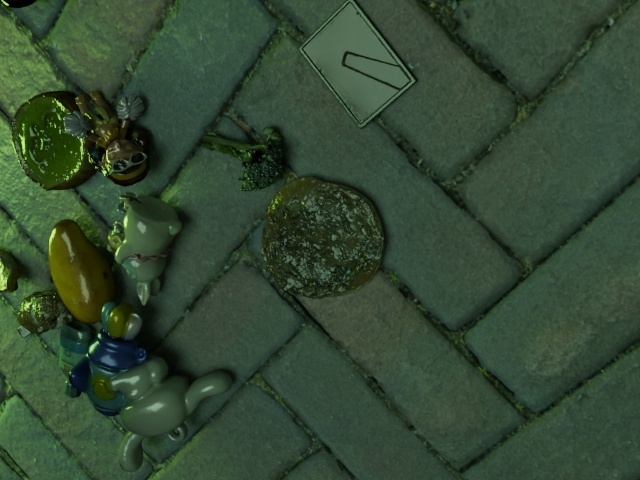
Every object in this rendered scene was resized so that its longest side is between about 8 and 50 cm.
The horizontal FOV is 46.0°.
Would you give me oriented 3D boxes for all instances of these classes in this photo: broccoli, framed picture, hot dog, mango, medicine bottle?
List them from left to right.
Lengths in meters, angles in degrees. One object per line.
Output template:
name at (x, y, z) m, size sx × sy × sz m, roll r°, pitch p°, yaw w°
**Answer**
hot dog at (-0.814, 0.080, 1.953) m, size 0.078 × 0.061 × 0.169 m, roll -54°, pitch 55°, yaw 21°
medicine bottle at (-0.633, 0.309, 1.947) m, size 0.090 × 0.054 × 0.208 m, roll 19°, pitch 113°, yaw 21°
mango at (-0.573, 0.075, 1.816) m, size 0.157 × 0.109 × 0.262 m, roll -11°, pitch 96°, yaw 37°
broccoli at (-0.163, -0.179, 1.553) m, size 0.204 × 0.118 × 0.122 m, roll 28°, pitch 129°, yaw 32°
framed picture at (0.068, -0.334, 1.433) m, size 0.150 × 0.015 × 0.203 m, roll -39°, pitch 88°, yaw 29°

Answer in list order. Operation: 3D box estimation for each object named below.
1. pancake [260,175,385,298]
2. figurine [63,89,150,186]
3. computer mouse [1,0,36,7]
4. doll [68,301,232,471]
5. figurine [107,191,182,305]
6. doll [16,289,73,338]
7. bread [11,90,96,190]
pancake at (0.000, 0.000, 1.554) m, size 0.283 × 0.049 × 0.282 m, roll 7°, pitch 109°, yaw 22°
figurine at (-0.458, -0.230, 1.648) m, size 0.240 × 0.175 × 0.116 m, roll 60°, pitch 159°, yaw 7°
computer mouse at (-0.619, -0.607, 1.619) m, size 0.137 × 0.096 × 0.233 m, roll 47°, pitch 115°, yaw -1°
doll at (-0.444, 0.337, 1.814) m, size 0.376 × 0.187 × 0.365 m, roll -42°, pitch 95°, yaw 3°
figurine at (-0.411, 0.022, 1.712) m, size 0.155 × 0.127 × 0.235 m, roll 21°, pitch 119°, yaw -3°
doll at (-0.702, 0.183, 1.908) m, size 0.115 × 0.105 × 0.221 m, roll 49°, pitch 141°, yaw -15°
bread at (-0.612, -0.229, 1.753) m, size 0.236 × 0.070 × 0.236 m, roll 7°, pitch 109°, yaw 21°
